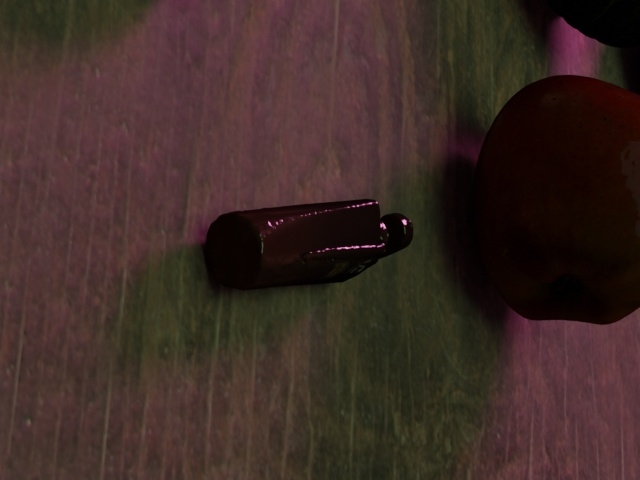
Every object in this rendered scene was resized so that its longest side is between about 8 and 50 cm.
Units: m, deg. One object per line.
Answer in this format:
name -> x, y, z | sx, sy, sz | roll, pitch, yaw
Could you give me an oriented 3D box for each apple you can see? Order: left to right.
apple -> 0.253, -0.035, 1.806 | 0.234, 0.234, 0.234 | 25, 59, -49

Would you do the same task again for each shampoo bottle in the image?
shampoo bottle -> -0.001, 0.002, 1.565 | 0.236, 0.068, 0.067 | -7, 84, -53

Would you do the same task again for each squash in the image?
squash -> 0.316, -0.307, 2.023 | 0.172, 0.218, 0.218 | 103, -10, -67
